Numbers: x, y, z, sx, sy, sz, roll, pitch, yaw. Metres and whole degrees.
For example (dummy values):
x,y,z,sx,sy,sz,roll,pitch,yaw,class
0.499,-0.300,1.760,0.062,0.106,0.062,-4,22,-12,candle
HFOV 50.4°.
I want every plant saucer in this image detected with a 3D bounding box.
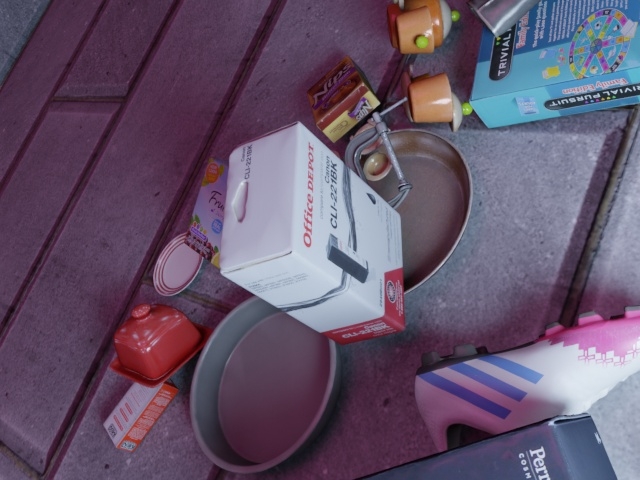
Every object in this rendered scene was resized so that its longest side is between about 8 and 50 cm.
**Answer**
x,y,z,sx,sy,sz,roll,pitch,yaw,class
0.106,-0.035,1.084,0.311,0.050,0.310,-20,54,30,plant saucer

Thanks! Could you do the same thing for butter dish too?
x,y,z,sx,sy,sz,roll,pitch,yaw,class
-0.300,0.165,1.217,0.160,0.118,0.160,11,41,42,butter dish

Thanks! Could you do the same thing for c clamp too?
x,y,z,sx,sy,sz,roll,pitch,yaw,class
0.096,-0.121,1.049,0.137,0.022,0.160,-22,78,36,c clamp

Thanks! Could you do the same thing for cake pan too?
x,y,z,sx,sy,sz,roll,pitch,yaw,class
-0.084,0.222,1.080,0.293,0.054,0.293,-20,54,29,cake pan

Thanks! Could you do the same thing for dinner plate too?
x,y,z,sx,sy,sz,roll,pitch,yaw,class
-0.283,0.049,1.372,0.141,0.017,0.141,-19,55,29,dinner plate

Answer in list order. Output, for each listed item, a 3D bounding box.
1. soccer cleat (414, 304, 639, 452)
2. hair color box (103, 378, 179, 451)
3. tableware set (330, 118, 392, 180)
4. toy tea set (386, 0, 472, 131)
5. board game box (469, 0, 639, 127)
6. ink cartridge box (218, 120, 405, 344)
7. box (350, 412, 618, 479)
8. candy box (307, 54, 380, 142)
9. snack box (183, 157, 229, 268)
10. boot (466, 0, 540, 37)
x,y,z,sx,sy,sz,roll,pitch,yaw,class
0.269,0.175,0.798,0.331,0.116,0.143,-21,69,31,soccer cleat
-0.327,0.303,1.236,0.141,0.043,0.072,-53,44,-1,hair color box
0.055,-0.123,1.130,0.169,0.020,0.141,-38,47,15,tableware set
0.187,-0.314,1.110,0.124,0.200,0.335,-9,70,4,toy tea set
0.402,-0.313,0.987,0.336,0.079,0.253,-4,62,38,board game box
0.000,0.000,0.921,0.114,0.273,0.196,-18,55,30,ink cartridge box
0.157,0.375,0.645,0.313,0.179,0.343,-27,67,24,box
0.037,-0.260,1.232,0.109,0.053,0.186,-39,25,15,candy box
-0.136,-0.030,1.202,0.207,0.070,0.174,32,109,34,snack box
0.328,-0.372,0.974,0.209,0.076,0.189,-34,33,9,boot
